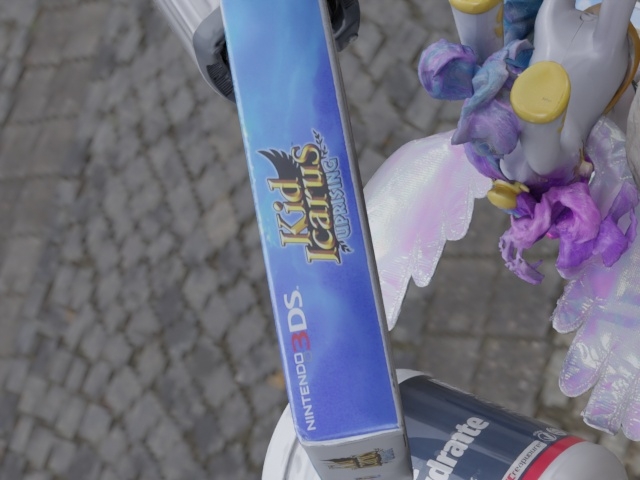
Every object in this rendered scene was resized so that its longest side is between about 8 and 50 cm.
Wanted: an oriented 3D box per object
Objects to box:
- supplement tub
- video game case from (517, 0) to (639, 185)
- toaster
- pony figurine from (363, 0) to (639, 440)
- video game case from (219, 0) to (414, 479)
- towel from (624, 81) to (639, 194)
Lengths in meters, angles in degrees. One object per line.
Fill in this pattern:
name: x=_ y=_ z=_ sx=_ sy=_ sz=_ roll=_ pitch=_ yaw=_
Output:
supplement tub: x=0.106 y=0.222 z=1.641 sx=0.272 sy=0.191 sz=0.191 roll=20 pitch=85 yaw=31
video game case: x=0.285 y=-0.126 z=1.782 sx=0.212 sy=0.023 sz=0.193 roll=27 pitch=72 yaw=22
toaster: x=-0.064 y=-0.197 z=1.363 sx=0.129 sy=0.227 sz=0.146 roll=-37 pitch=76 yaw=0
pony figurine: x=0.170 y=-0.071 z=1.434 sx=0.302 sy=0.363 sz=0.351 roll=21 pitch=70 yaw=20
video game case: x=0.000 y=0.000 z=1.119 sx=0.061 sy=0.244 sz=0.270 roll=-11 pitch=76 yaw=3
towel: x=0.272 y=-0.078 z=1.283 sx=0.282 sy=0.049 sz=0.187 roll=97 pitch=159 yaw=-54
